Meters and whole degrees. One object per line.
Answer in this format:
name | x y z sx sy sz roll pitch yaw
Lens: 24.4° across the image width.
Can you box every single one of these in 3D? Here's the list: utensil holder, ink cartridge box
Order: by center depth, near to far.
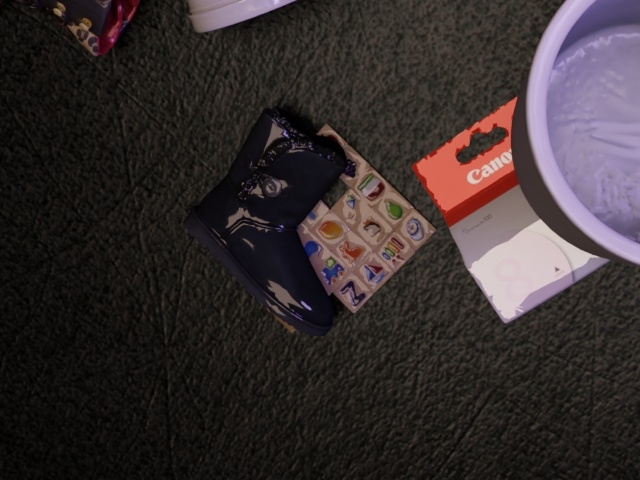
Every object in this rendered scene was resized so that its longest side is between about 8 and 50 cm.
utensil holder | 0.372 -0.129 1.616 0.328 0.385 0.327 0 90 3
ink cartridge box | 0.249 -0.041 1.853 0.189 0.066 0.232 -33 96 14

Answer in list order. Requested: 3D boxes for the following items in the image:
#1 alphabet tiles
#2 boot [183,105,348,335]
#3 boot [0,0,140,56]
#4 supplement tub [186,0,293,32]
alphabet tiles | 0.000 0.000 1.931 0.198 0.009 0.237 44 105 1
boot | -0.030 -0.026 1.878 0.246 0.094 0.207 43 108 8
boot | -0.394 -0.320 1.892 0.284 0.138 0.377 30 98 5
supplement tub | -0.122 -0.407 1.782 0.191 0.191 0.272 -17 104 13
